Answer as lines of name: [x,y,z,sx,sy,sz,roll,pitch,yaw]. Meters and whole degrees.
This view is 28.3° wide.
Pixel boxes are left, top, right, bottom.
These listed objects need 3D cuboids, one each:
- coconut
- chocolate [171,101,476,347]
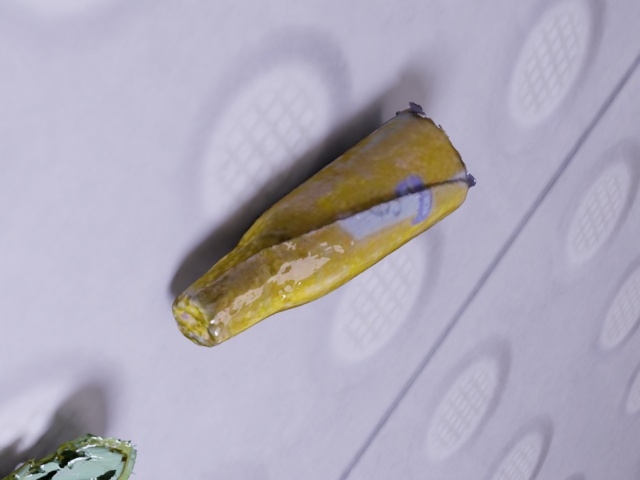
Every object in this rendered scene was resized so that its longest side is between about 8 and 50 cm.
coconut: [-0.173,0.185,0.735,0.158,0.055,0.133,-40,148,-39]
chocolate: [0.000,0.000,0.815,0.219,0.085,0.085,-37,143,-30]
